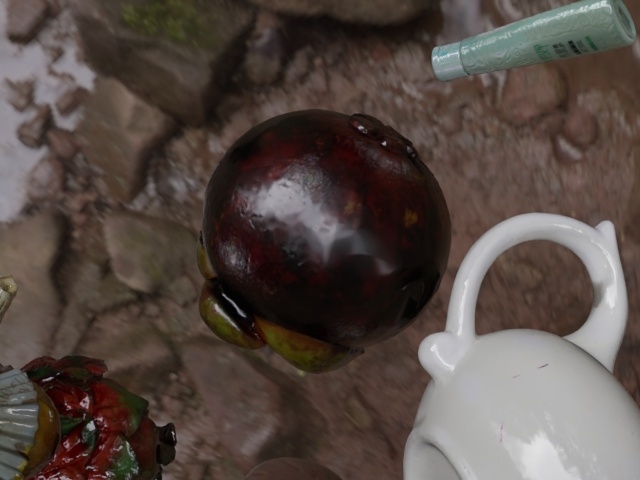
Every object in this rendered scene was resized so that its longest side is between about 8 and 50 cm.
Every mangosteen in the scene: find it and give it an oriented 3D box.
[{"bbox_3d":[0.000,0.000,1.256,0.210,0.210,0.209,-3,75,11],"label":"mangosteen"}]

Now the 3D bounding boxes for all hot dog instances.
[{"bbox_3d":[-0.263,0.187,1.107,0.270,0.082,0.162,-38,30,39],"label":"hot dog"}]

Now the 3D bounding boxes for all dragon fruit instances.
[{"bbox_3d":[-0.222,0.193,1.485,0.182,0.182,0.188,-46,114,-2],"label":"dragon fruit"}]

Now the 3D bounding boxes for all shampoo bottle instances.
[{"bbox_3d":[0.196,-0.187,1.569,0.191,0.069,0.041,-11,65,27],"label":"shampoo bottle"}]

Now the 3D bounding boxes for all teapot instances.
[{"bbox_3d":[0.128,0.135,0.892,0.139,0.204,0.298,-14,92,-13],"label":"teapot"}]

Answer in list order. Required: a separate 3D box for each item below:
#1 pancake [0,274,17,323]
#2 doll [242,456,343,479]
[{"bbox_3d":[-0.415,0.104,1.302,0.382,0.382,0.071,-21,87,6],"label":"pancake"},{"bbox_3d":[-0.050,0.231,1.276,0.188,0.096,0.145,17,70,17],"label":"doll"}]
